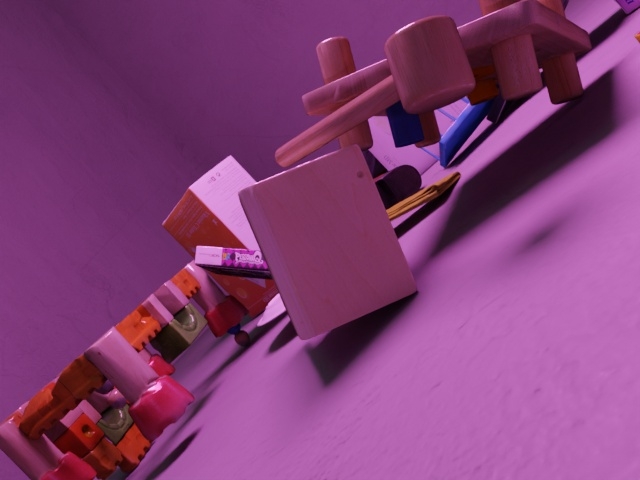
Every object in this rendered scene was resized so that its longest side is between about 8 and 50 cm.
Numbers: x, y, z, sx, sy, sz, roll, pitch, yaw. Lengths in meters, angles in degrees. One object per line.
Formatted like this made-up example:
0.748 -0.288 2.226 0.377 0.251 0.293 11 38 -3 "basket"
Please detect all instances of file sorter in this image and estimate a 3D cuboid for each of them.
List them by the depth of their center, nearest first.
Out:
0.229 -0.239 1.034 0.170 0.104 0.118 -51 -17 -2 "file sorter"

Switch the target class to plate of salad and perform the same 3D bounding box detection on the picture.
-0.017 0.079 0.939 0.200 0.048 0.200 -39 3 3 "plate of salad"

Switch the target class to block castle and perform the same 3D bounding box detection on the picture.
-0.307 0.243 1.032 0.303 0.213 0.453 -39 7 12 "block castle"

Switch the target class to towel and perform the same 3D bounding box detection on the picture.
0.099 -0.042 0.908 0.237 0.021 0.102 -29 6 37 "towel"

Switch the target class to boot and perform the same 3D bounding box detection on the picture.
0.042 -0.046 1.170 0.264 0.096 0.280 -37 1 -18 "boot"

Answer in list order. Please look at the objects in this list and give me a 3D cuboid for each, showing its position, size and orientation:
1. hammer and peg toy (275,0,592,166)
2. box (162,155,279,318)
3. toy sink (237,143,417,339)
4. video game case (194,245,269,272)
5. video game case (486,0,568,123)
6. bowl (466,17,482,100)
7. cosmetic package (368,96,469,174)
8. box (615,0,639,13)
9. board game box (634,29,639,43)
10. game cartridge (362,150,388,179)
0.111 -0.179 0.618 0.265 0.127 0.361 -13 2 37 "hammer and peg toy"
-0.202 -0.004 1.517 0.168 0.345 0.215 -48 5 -41 "box"
0.000 0.000 0.652 0.131 0.153 0.234 -23 1 -6 "toy sink"
-0.126 0.050 1.187 0.232 0.210 0.042 88 -174 -83 "video game case"
0.364 -0.351 0.977 0.196 0.026 0.274 -46 -22 -36 "video game case"
0.372 -0.411 1.419 0.289 0.156 0.289 -42 3 3 "bowl"
0.190 -0.277 1.287 0.224 0.224 0.138 -43 9 19 "cosmetic package"
0.522 -0.468 0.796 0.213 0.117 0.243 -45 4 -19 "box"
0.333 -0.194 0.436 0.124 0.039 0.259 -43 7 19 "board game box"
0.180 -0.239 1.547 0.355 0.068 0.230 -43 -29 -33 "game cartridge"
